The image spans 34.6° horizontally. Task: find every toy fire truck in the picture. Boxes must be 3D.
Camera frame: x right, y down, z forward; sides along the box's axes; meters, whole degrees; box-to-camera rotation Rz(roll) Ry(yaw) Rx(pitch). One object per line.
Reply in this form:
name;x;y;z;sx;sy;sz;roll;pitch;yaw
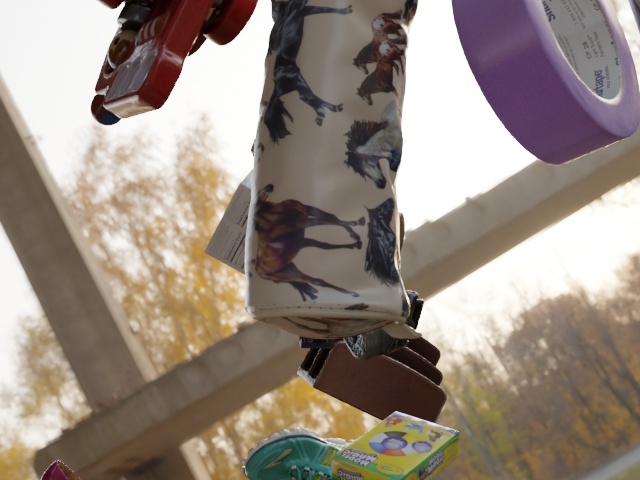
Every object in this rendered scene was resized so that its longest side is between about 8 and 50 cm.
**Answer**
toy fire truck;-0.242;-0.284;1.452;0.302;0.169;0.253;1;63;59

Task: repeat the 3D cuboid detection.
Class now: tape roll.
tape roll;0.267;-0.230;1.197;0.090;0.274;0.275;-23;-9;37

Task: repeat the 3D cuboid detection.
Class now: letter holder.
letter holder;0.139;0.286;2.345;0.214;0.302;0.152;-63;16;-3

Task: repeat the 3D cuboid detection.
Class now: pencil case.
pencil case;0.021;-0.096;1.084;0.184;0.410;0.160;17;-21;-38

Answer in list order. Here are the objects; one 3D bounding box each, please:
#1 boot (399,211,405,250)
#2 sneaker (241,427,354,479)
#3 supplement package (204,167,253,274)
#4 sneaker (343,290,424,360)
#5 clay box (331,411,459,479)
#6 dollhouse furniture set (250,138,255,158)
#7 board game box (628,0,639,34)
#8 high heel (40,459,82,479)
boot;0.061;0.021;2.109;0.236;0.179;0.085;-62;-30;-31
sneaker;0.000;0.398;1.781;0.275;0.110;0.107;9;-62;-22
supplement package;-0.142;-0.062;2.461;0.204;0.145;0.262;-60;0;24
sneaker;0.077;0.093;1.630;0.130;0.227;0.087;-6;-51;-26
clay box;0.114;0.354;1.657;0.127;0.053;0.222;12;21;34
dollhouse furniture set;-0.051;-0.126;1.678;0.081;0.091;0.114;-42;-48;-21
board game box;0.677;-0.518;2.017;0.056;0.346;0.208;-19;-1;-25
high heel;-0.432;0.513;2.008;0.117;0.244;0.082;-63;10;14
